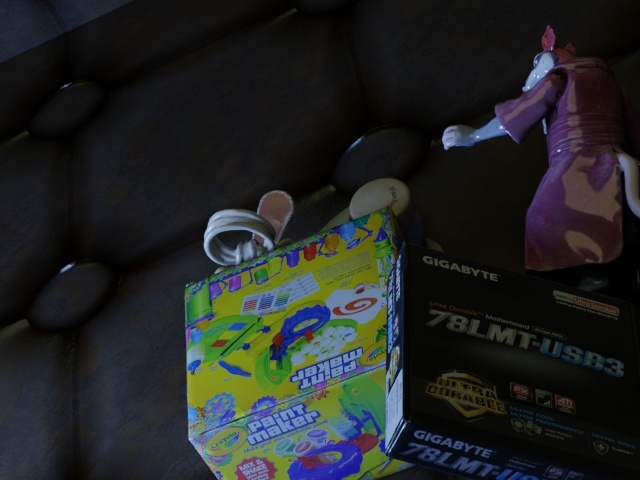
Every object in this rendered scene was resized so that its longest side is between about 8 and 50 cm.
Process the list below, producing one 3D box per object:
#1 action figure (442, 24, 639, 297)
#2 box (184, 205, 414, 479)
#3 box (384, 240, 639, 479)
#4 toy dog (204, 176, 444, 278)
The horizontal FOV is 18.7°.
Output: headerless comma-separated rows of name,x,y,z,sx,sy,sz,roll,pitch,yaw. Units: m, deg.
action figure,0.318,-0.111,2.355,0.248,0.276,0.370,1,65,-21
box,0.000,0.151,2.379,0.290,0.177,0.279,-21,38,12
box,0.219,0.152,2.172,0.295,0.073,0.293,16,41,-10
toy dog,0.000,0.000,2.543,0.333,0.220,0.161,-2,40,-4
